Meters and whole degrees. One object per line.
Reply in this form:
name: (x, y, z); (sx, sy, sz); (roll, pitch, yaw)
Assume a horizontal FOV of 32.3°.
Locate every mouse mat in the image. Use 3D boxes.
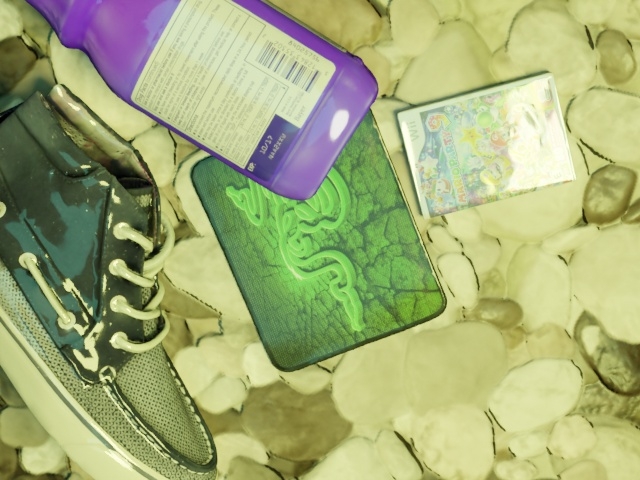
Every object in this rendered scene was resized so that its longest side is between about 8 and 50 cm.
mouse mat: (0.000, 0.000, 0.876); (0.153, 0.007, 0.189); (-22, 100, 7)

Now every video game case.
video game case: (0.128, -0.072, 0.852); (0.122, 0.011, 0.087); (-14, 102, 5)

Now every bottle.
bottle: (-0.101, -0.143, 0.799); (0.283, 0.092, 0.118); (31, 105, -3)

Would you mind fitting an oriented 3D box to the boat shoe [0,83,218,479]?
boat shoe: (-0.157, 0.043, 0.825); (0.158, 0.127, 0.340); (-38, 99, 17)
